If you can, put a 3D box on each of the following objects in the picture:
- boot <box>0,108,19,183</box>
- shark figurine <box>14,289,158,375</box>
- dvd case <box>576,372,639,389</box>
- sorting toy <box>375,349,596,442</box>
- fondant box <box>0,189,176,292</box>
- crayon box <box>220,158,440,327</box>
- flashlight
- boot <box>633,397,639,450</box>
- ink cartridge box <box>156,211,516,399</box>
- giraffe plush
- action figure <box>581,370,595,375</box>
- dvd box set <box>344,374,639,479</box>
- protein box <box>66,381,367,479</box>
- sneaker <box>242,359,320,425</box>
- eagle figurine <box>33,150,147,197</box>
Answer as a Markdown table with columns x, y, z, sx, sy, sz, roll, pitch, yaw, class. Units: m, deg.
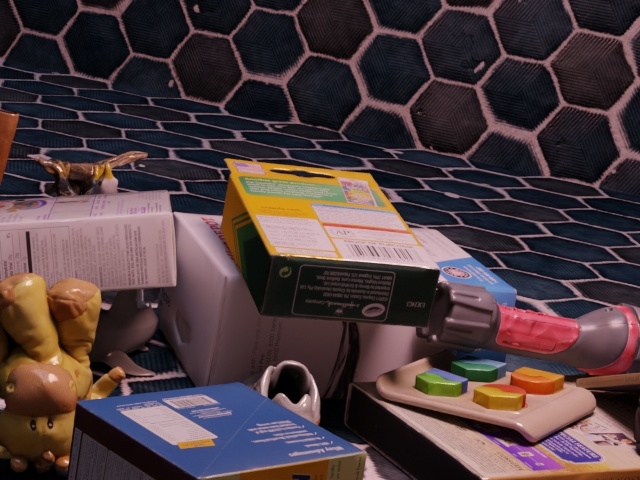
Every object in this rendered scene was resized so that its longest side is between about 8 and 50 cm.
| x | y | z | sx | sy | sz | roll | pitch | yaw | class |
| --- | --- | --- | --- | --- | --- | --- | --- | --- | --- |
| -0.542 | -0.057 | 2.219 | 0.264 | 0.280 | 0.096 | 8 | 14 | -1 | boot |
| -0.251 | 0.087 | 2.176 | 0.166 | 0.116 | 0.278 | 14 | 17 | 16 | shark figurine |
| 0.422 | 0.172 | 2.012 | 0.164 | 0.018 | 0.221 | 5 | -8 | -14 | dvd case |
| 0.197 | 0.173 | 1.991 | 0.208 | 0.038 | 0.193 | 15 | 15 | 30 | sorting toy |
| -0.345 | 0.005 | 2.085 | 0.330 | 0.096 | 0.238 | -3 | 8 | -5 | fondant box |
| 0.000 | 0.000 | 2.052 | 0.203 | 0.083 | 0.323 | 5 | 21 | -16 | crayon box |
| 0.280 | 0.109 | 2.100 | 0.304 | 0.103 | 0.103 | 12 | 7 | -23 | flashlight |
| 0.510 | 0.231 | 1.810 | 0.223 | 0.118 | 0.338 | 4 | 18 | -22 | boot |
| 0.013 | 0.087 | 2.213 | 0.395 | 0.166 | 0.285 | 3 | 16 | -20 | ink cartridge box |
| -0.299 | 0.160 | 1.773 | 0.181 | 0.210 | 0.170 | -19 | 31 | 5 | giraffe plush |
| 0.413 | 0.180 | 2.378 | 0.115 | 0.030 | 0.038 | 2 | 20 | -17 | action figure |
| 0.281 | 0.236 | 1.996 | 0.420 | 0.062 | 0.307 | 0 | 16 | -29 | dvd box set |
| -0.102 | 0.237 | 1.599 | 0.200 | 0.136 | 0.201 | -3 | 18 | -40 | protein box |
| -0.039 | 0.181 | 1.898 | 0.099 | 0.121 | 0.262 | 7 | 14 | -11 | sneaker |
| -0.314 | -0.012 | 2.482 | 0.226 | 0.225 | 0.298 | -32 | 57 | -2 | eagle figurine |
